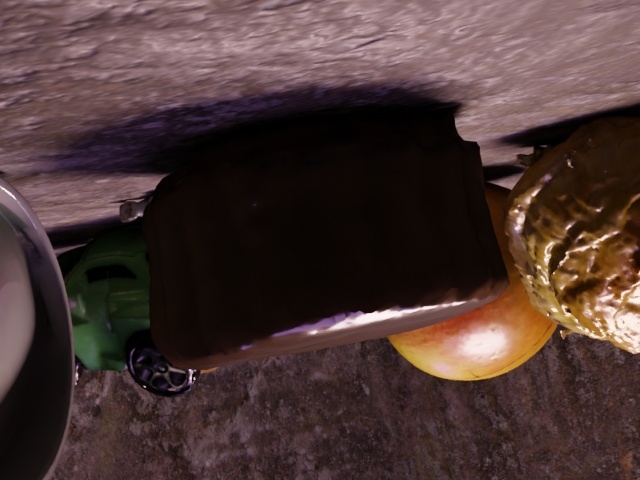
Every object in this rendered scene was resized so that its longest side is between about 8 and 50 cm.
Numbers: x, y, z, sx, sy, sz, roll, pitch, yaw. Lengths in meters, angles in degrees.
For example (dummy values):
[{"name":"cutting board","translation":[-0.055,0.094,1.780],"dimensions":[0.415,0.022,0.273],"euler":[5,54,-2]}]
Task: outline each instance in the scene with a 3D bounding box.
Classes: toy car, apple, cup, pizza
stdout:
[{"name":"toy car","translation":[-0.221,0.064,1.581],"dimensions":[0.359,0.176,0.213],"euler":[-1,-148,18]},{"name":"apple","translation":[0.197,0.052,1.701],"dimensions":[0.233,0.286,0.286],"euler":[-20,172,27]},{"name":"cup","translation":[-0.387,0.067,0.954],"dimensions":[0.275,0.259,0.356],"euler":[-10,145,13]},{"name":"pizza","translation":[0.293,-0.106,1.432],"dimensions":[0.123,0.026,0.108],"euler":[-6,172,-18]}]

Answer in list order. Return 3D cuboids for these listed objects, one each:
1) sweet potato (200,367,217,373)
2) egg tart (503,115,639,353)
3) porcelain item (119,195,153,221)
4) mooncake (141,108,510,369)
[{"name":"sweet potato","translation":[-0.080,0.075,1.720],"dimensions":[0.109,0.109,0.385],"euler":[-5,145,-50]},{"name":"egg tart","translation":[0.360,0.002,1.367],"dimensions":[0.352,0.153,0.339],"euler":[-30,135,29]},{"name":"porcelain item","translation":[-0.144,-0.042,1.322],"dimensions":[0.075,0.021,0.136],"euler":[-5,174,-45]},{"name":"mooncake","translation":[-0.001,0.001,1.116],"dimensions":[0.324,0.187,0.324],"euler":[-11,175,-1]}]
